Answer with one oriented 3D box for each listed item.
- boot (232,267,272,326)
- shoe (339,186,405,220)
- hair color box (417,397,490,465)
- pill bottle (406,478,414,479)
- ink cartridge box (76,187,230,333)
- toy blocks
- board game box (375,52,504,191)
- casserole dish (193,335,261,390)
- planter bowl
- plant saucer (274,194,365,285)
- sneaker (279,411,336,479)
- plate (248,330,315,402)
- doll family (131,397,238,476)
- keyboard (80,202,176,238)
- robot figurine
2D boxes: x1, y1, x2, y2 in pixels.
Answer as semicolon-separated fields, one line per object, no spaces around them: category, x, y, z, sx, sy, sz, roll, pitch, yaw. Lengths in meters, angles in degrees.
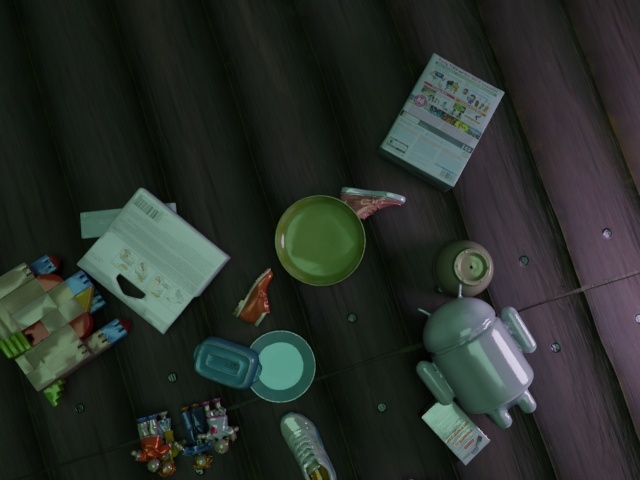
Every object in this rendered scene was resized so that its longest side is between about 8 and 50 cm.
boot;-0.158;0.150;1.521;0.085;0.059;0.157;32;92;-2
shoe;0.137;-0.092;1.555;0.178;0.063;0.081;8;85;4
hair color box;0.347;0.489;1.502;0.093;0.053;0.167;-42;85;-7
pill bottle;0.299;0.678;1.449;0.187;0.112;0.111;22;83;0
ink cartridge box;-0.434;0.052;1.509;0.296;0.066;0.261;39;86;1
toy blocks;-0.668;0.183;1.454;0.261;0.191;0.381;-36;87;-17
board game box;0.324;-0.319;1.569;0.224;0.097;0.303;30;85;0
casserole dish;-0.248;0.320;1.492;0.189;0.037;0.114;17;87;9
planter bowl;0.388;0.072;1.521;0.162;0.109;0.161;0;84;-3
plant saucer;0.000;0.000;1.531;0.241;0.037;0.240;0;93;7
sneaker;-0.027;0.542;1.462;0.088;0.092;0.228;-32;85;-4
plate;-0.107;0.332;1.517;0.188;0.024;0.188;0;84;-1
doll family;-0.345;0.508;1.459;0.263;0.118;0.163;-10;77;-21
keyboard;-0.518;-0.054;1.551;0.256;0.014;0.072;-6;89;-3
robot figurine;0.393;0.292;1.451;0.300;0.200;0.353;-31;86;-6
